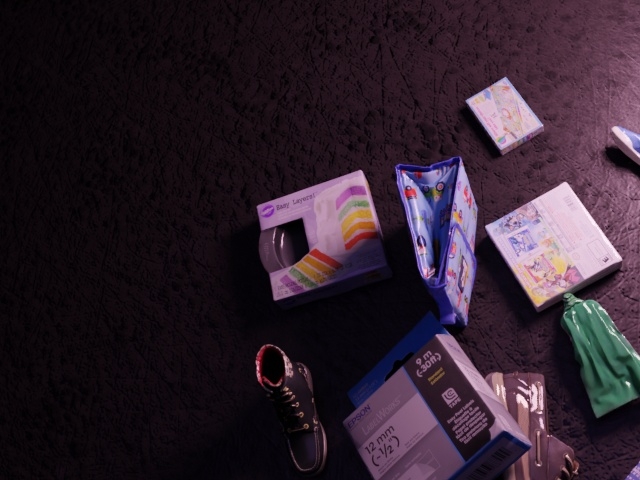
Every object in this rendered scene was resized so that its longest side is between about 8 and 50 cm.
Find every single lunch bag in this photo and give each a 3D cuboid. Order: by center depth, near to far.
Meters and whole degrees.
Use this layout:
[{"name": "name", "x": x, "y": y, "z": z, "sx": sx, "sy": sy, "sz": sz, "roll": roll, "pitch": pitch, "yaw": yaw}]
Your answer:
[{"name": "lunch bag", "x": 0.233, "y": 0.023, "z": 1.663, "sx": 0.138, "sy": 0.221, "sz": 0.293, "roll": -7, "pitch": 64, "yaw": 16}]

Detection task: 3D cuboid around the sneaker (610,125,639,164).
[{"name": "sneaker", "x": 0.661, "y": -0.194, "z": 1.710, "sx": 0.084, "sy": 0.058, "sz": 0.152, "roll": -44, "pitch": 64, "yaw": 3}]

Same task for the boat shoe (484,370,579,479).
[{"name": "boat shoe", "x": 0.382, "y": 0.389, "z": 1.495, "sx": 0.130, "sy": 0.132, "sz": 0.355, "roll": -16, "pitch": 63, "yaw": 12}]

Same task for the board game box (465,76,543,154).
[{"name": "board game box", "x": 0.398, "y": -0.271, "z": 1.856, "sx": 0.103, "sy": 0.026, "sz": 0.154, "roll": -30, "pitch": 60, "yaw": 4}]

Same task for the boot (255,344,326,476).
[{"name": "boot", "x": -0.062, "y": 0.326, "z": 1.647, "sx": 0.085, "sy": 0.178, "sz": 0.236, "roll": -17, "pitch": 61, "yaw": 11}]

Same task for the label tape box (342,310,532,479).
[{"name": "label tape box", "x": 0.175, "y": 0.307, "z": 1.541, "sx": 0.249, "sy": 0.115, "sz": 0.347, "roll": -46, "pitch": 46, "yaw": 12}]

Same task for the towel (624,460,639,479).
[{"name": "towel", "x": 0.584, "y": 0.512, "z": 1.428, "sx": 0.336, "sy": 0.040, "sz": 0.243, "roll": -46, "pitch": 58, "yaw": -7}]

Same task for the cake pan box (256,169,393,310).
[{"name": "cake pan box", "x": 0.000, "y": 0.000, "z": 1.845, "sx": 0.267, "sy": 0.070, "sz": 0.245, "roll": -17, "pitch": 60, "yaw": 11}]

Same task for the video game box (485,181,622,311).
[{"name": "video game box", "x": 0.458, "y": 0.012, "z": 1.692, "sx": 0.187, "sy": 0.048, "sz": 0.205, "roll": -28, "pitch": 60, "yaw": 3}]

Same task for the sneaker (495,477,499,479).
[{"name": "sneaker", "x": 0.245, "y": 0.412, "z": 1.580, "sx": 0.188, "sy": 0.066, "sz": 0.071, "roll": 38, "pitch": 99, "yaw": 34}]

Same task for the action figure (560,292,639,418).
[{"name": "action figure", "x": 0.513, "y": 0.195, "z": 1.578, "sx": 0.137, "sy": 0.063, "sz": 0.232, "roll": -28, "pitch": 64, "yaw": 7}]
